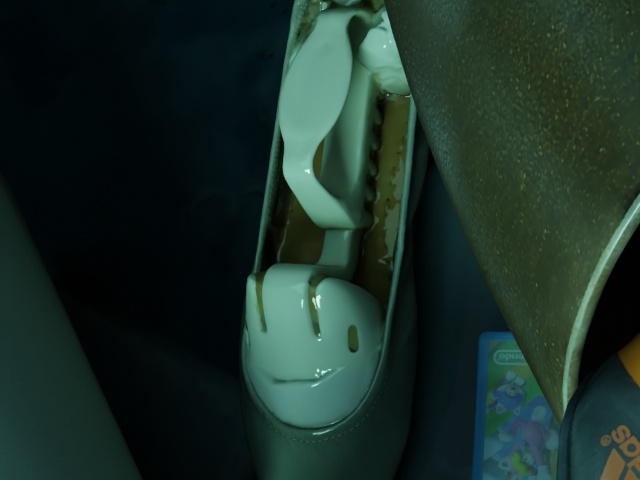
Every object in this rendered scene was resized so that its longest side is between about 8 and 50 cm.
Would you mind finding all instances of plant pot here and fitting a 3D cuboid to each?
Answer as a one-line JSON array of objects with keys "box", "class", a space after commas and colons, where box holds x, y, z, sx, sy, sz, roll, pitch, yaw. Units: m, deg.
[{"box": [0.111, -0.071, 0.603, 0.215, 0.215, 0.230, -43, 49, 11], "class": "plant pot"}]

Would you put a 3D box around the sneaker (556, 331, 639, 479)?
[{"box": [0.160, 0.152, 0.515, 0.180, 0.124, 0.321, -26, 97, 7], "class": "sneaker"}]

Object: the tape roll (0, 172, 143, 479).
[{"box": [-0.188, 0.097, 0.666, 0.246, 0.246, 0.169, -33, 69, 15], "class": "tape roll"}]

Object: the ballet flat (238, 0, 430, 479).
[{"box": [0.000, 0.000, 0.697, 0.072, 0.068, 0.213, 5, 82, 25], "class": "ballet flat"}]

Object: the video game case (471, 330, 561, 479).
[{"box": [0.106, 0.114, 0.656, 0.119, 0.015, 0.166, 0, 80, 24], "class": "video game case"}]
